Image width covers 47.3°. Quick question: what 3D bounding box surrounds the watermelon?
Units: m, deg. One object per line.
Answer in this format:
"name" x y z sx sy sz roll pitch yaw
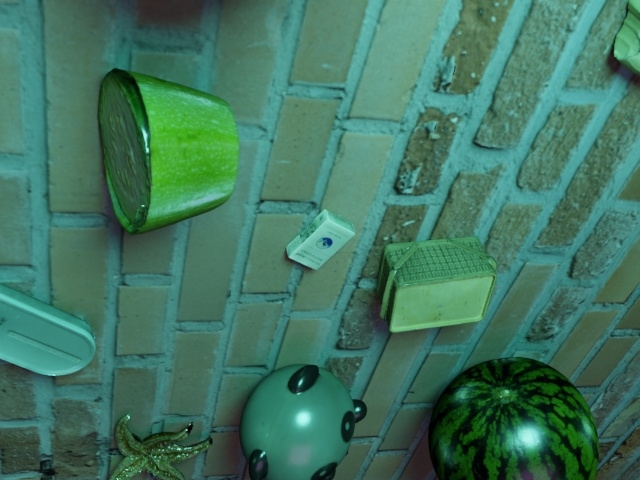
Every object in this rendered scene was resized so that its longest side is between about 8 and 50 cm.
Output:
"watermelon" 0.327 0.340 1.246 0.285 0.285 0.285 -8 135 -8

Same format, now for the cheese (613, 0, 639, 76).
"cheese" 0.450 -0.221 0.883 0.255 0.050 0.127 28 121 -36

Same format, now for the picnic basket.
"picnic basket" 0.166 0.063 1.064 0.164 0.079 0.115 -5 136 -11

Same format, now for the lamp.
"lamp" -0.024 0.303 1.184 0.198 0.197 0.244 -29 150 13

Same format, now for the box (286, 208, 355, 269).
"box" 0.000 0.000 0.994 0.054 0.024 0.083 28 122 -33

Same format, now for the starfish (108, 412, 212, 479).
"starfish" -0.300 0.374 1.260 0.238 0.057 0.213 -33 126 12

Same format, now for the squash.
"squash" -0.161 -0.091 0.767 0.123 0.170 0.170 -2 136 -30

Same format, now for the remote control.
"remote control" -0.411 0.110 0.965 0.104 0.052 0.247 -38 132 19
